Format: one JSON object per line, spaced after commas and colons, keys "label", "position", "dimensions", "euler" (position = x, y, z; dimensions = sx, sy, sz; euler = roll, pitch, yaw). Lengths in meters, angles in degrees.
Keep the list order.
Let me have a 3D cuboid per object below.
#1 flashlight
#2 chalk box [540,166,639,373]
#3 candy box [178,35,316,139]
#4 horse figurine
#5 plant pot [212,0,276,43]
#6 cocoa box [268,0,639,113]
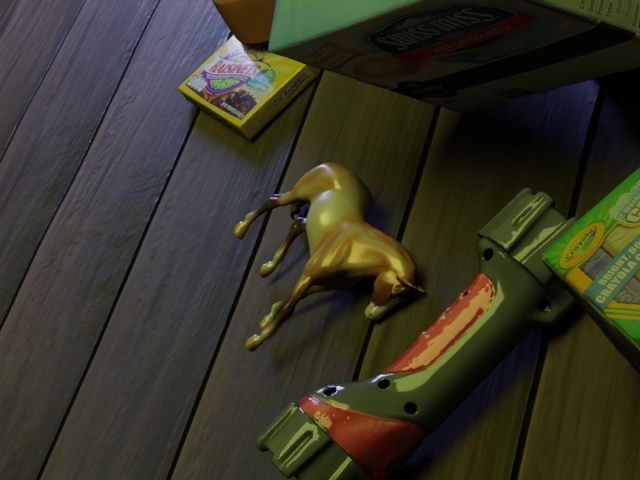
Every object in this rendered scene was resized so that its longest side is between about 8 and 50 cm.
{"label": "flashlight", "position": [0.086, 0.087, 1.427], "dimensions": [0.304, 0.103, 0.103], "euler": [-47, 26, -5]}
{"label": "chalk box", "position": [0.258, 0.030, 1.260], "dimensions": [0.132, 0.132, 0.213], "euler": [-41, 30, 3]}
{"label": "candy box", "position": [-0.088, -0.182, 2.072], "dimensions": [0.105, 0.027, 0.206], "euler": [-42, 29, -7]}
{"label": "horse figurine", "position": [0.000, 0.000, 1.685], "dimensions": [0.174, 0.066, 0.263], "euler": [-37, 31, 21]}
{"label": "plant pot", "position": [-0.040, -0.397, 2.081], "dimensions": [0.291, 0.203, 0.291], "euler": [-32, 21, 14]}
{"label": "cocoa box", "position": [0.140, -0.268, 1.568], "dimensions": [0.347, 0.228, 0.231], "euler": [-8, 71, 61]}
